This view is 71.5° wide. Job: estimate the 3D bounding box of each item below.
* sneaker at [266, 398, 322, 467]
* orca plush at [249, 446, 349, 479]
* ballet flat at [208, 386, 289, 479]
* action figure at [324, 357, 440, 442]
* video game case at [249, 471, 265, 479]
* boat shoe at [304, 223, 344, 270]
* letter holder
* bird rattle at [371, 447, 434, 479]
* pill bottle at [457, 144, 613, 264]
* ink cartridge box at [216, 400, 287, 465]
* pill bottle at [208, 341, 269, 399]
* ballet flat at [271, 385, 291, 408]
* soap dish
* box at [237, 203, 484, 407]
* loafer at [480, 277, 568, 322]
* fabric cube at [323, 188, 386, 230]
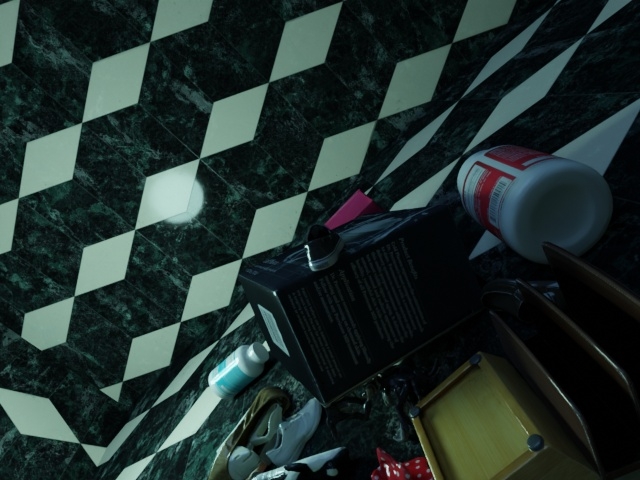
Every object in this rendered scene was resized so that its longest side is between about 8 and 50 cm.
[{"bbox_3d":[-0.075,0.538,1.274,0.080,0.094,0.212,-27,25,55],"label":"sneaker"},{"bbox_3d":[-0.050,0.586,1.063,0.287,0.151,0.102,-21,62,7],"label":"orca plush"},{"bbox_3d":[-0.192,0.577,1.279,0.124,0.116,0.342,-18,27,47],"label":"ballet flat"},{"bbox_3d":[0.154,0.364,1.024,0.276,0.140,0.164,-20,13,10],"label":"action figure"},{"bbox_3d":[-0.141,0.677,1.132,0.190,0.022,0.173,-18,24,34],"label":"video game case"},{"bbox_3d":[0.000,0.000,0.991,0.080,0.076,0.228,-19,11,13],"label":"boat shoe"},{"bbox_3d":[0.387,0.153,0.688,0.152,0.214,0.302,-27,18,7],"label":"letter holder"},{"bbox_3d":[0.127,0.518,0.789,0.253,0.143,0.207,-42,36,5],"label":"bird rattle"},{"bbox_3d":[0.494,-0.114,1.111,0.229,0.229,0.407,-44,15,12],"label":"pill bottle"},{"bbox_3d":[-0.218,0.652,1.442,0.239,0.060,0.275,-52,16,-14],"label":"ink cartridge box"},{"bbox_3d":[-0.339,0.543,1.880,0.264,0.146,0.146,-42,16,18],"label":"pill bottle"},{"bbox_3d":[-0.139,0.551,1.534,0.173,0.058,0.049,-178,88,-72],"label":"ballet flat"},{"bbox_3d":[0.281,0.342,0.754,0.229,0.118,0.291,-44,16,10],"label":"soap dish"},{"bbox_3d":[0.078,0.134,1.209,0.472,0.297,0.480,-24,8,-19],"label":"box"},{"bbox_3d":[0.428,0.131,0.953,0.078,0.080,0.220,-54,17,-25],"label":"loafer"},{"bbox_3d":[0.168,0.000,1.655,0.259,0.258,0.254,-45,14,8],"label":"fabric cube"}]
